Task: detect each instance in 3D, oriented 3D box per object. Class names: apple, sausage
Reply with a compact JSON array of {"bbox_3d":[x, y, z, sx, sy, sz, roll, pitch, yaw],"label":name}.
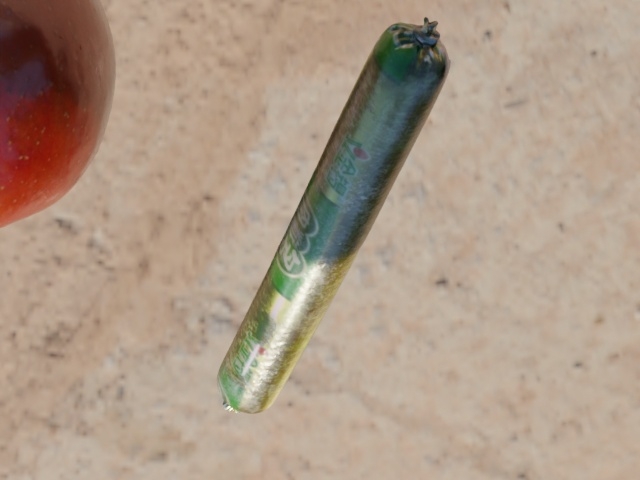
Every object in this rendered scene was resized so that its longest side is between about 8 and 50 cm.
[{"bbox_3d":[-0.280,-0.122,1.294,0.260,0.260,0.217,-11,107,5],"label":"apple"},{"bbox_3d":[0.000,0.000,0.733,0.032,0.033,0.269,13,139,-13],"label":"sausage"}]
